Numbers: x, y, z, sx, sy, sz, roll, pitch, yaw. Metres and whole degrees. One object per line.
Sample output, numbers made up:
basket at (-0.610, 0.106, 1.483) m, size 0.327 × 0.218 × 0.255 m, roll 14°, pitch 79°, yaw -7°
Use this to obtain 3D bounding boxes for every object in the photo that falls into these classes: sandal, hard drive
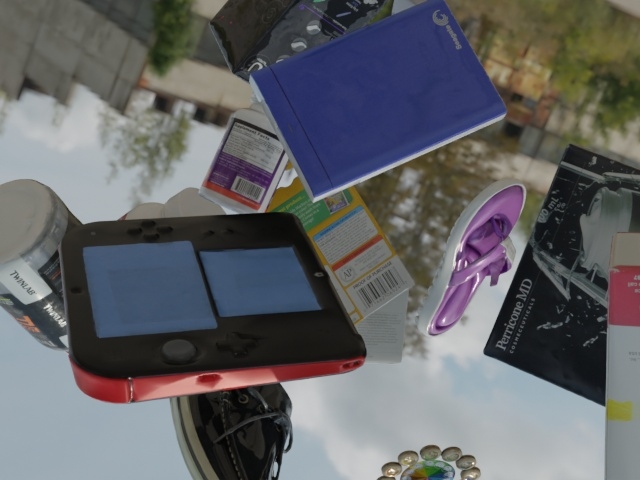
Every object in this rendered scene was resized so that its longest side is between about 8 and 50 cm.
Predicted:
sandal at (0.304, 0.048, 2.167) m, size 0.169 × 0.416 × 0.102 m, roll -24°, pitch -121°, yaw -34°
hard drive at (0.085, -0.211, 1.697) m, size 0.210 × 0.319 × 0.040 m, roll 63°, pitch 167°, yaw 13°

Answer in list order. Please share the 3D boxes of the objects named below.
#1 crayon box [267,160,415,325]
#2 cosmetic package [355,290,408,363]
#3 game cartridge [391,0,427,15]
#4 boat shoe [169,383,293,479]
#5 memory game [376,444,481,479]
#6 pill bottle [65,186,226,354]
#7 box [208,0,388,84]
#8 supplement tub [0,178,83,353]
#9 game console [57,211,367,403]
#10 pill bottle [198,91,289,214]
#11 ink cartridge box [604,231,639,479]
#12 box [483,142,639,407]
crayon box at (0.000, 0.000, 2.119) m, size 0.323 × 0.203 × 0.083 m, roll 58°, pitch 171°, yaw -8°
cosmetic package at (0.081, 0.164, 2.493) m, size 0.151 × 0.183 × 0.151 m, roll 7°, pitch 180°, yaw -38°
game cartridge at (0.189, -0.362, 2.401) m, size 0.060 × 0.294 × 0.196 m, roll -7°, pitch -150°, yaw -19°
boat shoe at (-0.120, 0.266, 1.709) m, size 0.500 × 0.156 × 0.187 m, roll -112°, pitch -4°, yaw -51°
memory game at (0.187, 0.416, 2.022) m, size 0.186 × 0.186 × 0.012 m, roll 17°, pitch -142°, yaw -23°
pill bottle at (-0.375, 0.066, 2.384) m, size 0.229 × 0.408 × 0.229 m, roll 42°, pitch -152°, yaw -29°
box at (-0.033, -0.381, 1.895) m, size 0.143 × 0.270 × 0.165 m, roll 27°, pitch -156°, yaw -38°
supplement tub at (-0.484, 0.063, 2.091) m, size 0.207 × 0.207 × 0.338 m, roll 35°, pitch 165°, yaw 40°
game console at (-0.151, 0.066, 1.468) m, size 0.342 × 0.060 × 0.386 m, roll -7°, pitch -151°, yaw -12°
pill bottle at (-0.100, -0.135, 1.762) m, size 0.108 × 0.193 × 0.108 m, roll 24°, pitch 178°, yaw 1°
ink cartridge box at (0.544, 0.195, 1.634) m, size 0.279 × 0.384 × 0.160 m, roll 2°, pitch -161°, yaw 14°
box at (0.662, 0.101, 2.421) m, size 0.472 × 0.480 × 0.297 m, roll 23°, pitch -171°, yaw 17°
